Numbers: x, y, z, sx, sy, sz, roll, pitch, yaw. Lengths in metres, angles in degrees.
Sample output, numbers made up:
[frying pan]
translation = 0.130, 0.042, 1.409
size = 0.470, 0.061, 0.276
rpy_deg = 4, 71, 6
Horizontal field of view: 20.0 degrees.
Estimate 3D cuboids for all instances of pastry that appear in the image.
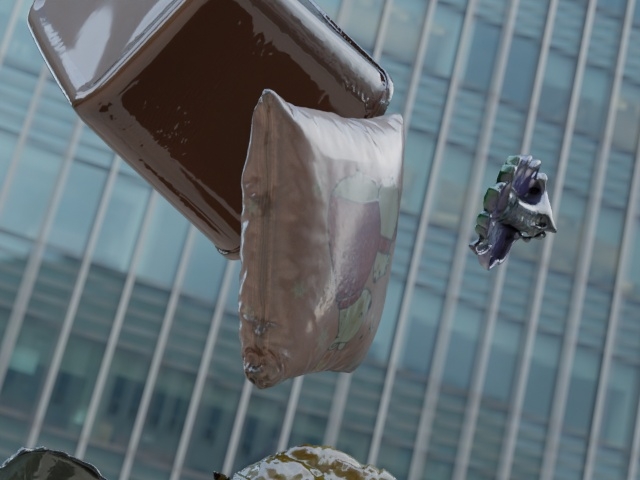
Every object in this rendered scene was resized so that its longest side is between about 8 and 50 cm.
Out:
[pastry]
translation = -0.009, 0.202, 1.164
size = 0.153, 0.153, 0.081
rpy_deg = 12, -49, 4

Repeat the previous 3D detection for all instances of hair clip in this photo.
[hair clip]
translation = 0.199, -0.025, 1.841
size = 0.052, 0.124, 0.195
rpy_deg = 18, 2, 21

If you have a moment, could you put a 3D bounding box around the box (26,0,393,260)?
[box]
translation = -0.121, -0.186, 1.812
size = 0.229, 0.239, 0.339
rpy_deg = 42, 6, -31

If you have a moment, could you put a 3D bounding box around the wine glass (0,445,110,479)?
[wine glass]
translation = -0.262, 0.277, 1.408
size = 0.156, 0.156, 0.232
rpy_deg = 31, -54, -33

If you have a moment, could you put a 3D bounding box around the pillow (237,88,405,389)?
[pillow]
translation = 0.000, 0.000, 1.414
size = 0.084, 0.223, 0.236
rpy_deg = 9, 2, 23
